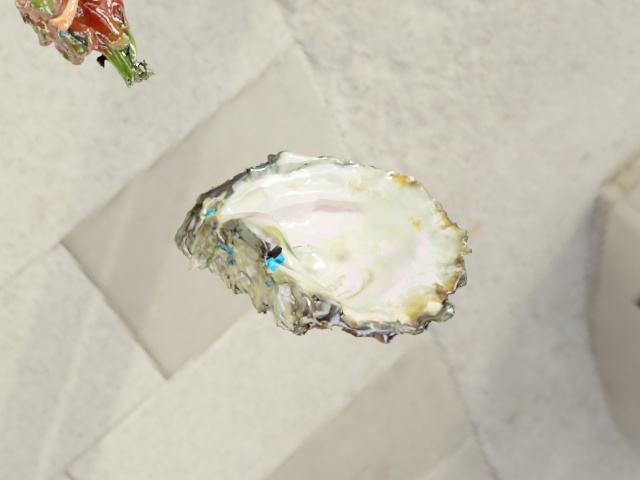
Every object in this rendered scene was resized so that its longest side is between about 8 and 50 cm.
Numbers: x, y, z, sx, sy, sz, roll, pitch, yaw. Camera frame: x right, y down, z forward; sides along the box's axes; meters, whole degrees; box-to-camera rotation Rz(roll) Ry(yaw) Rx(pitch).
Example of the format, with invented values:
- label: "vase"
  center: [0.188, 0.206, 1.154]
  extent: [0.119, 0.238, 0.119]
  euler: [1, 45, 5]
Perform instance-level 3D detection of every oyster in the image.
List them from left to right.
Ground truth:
- label: "oyster"
  center: [0.001, 0.007, 1.438]
  extent: [0.260, 0.198, 0.092]
  euler: [11, 132, -2]

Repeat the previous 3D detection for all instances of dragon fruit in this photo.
- label: "dragon fruit"
  center: [-0.288, -0.282, 2.023]
  extent: [0.135, 0.236, 0.137]
  euler: [-38, 152, -11]

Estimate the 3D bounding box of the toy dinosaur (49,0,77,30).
- label: "toy dinosaur"
  center: [-0.273, -0.349, 1.613]
  extent: [0.101, 0.055, 0.279]
  euler: [10, 82, -44]
